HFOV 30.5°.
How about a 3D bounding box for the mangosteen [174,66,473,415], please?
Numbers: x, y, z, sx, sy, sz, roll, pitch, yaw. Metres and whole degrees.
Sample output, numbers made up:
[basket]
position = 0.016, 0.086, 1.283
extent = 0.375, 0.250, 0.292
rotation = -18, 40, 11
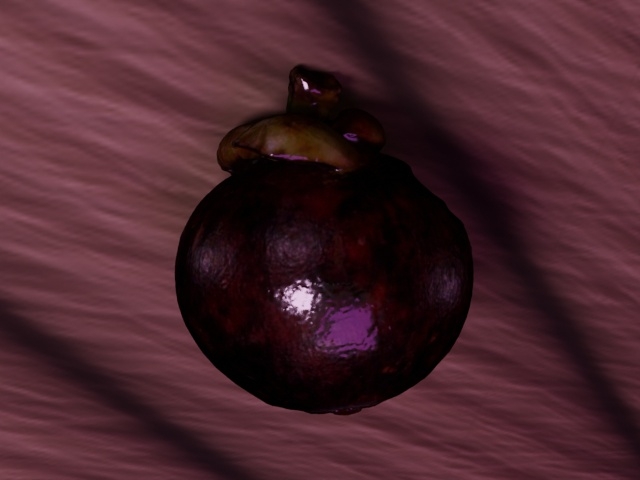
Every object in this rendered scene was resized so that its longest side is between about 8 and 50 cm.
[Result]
[mangosteen]
position = 0.000, 0.000, 0.897
extent = 0.228, 0.228, 0.265
rotation = -9, 96, -18
